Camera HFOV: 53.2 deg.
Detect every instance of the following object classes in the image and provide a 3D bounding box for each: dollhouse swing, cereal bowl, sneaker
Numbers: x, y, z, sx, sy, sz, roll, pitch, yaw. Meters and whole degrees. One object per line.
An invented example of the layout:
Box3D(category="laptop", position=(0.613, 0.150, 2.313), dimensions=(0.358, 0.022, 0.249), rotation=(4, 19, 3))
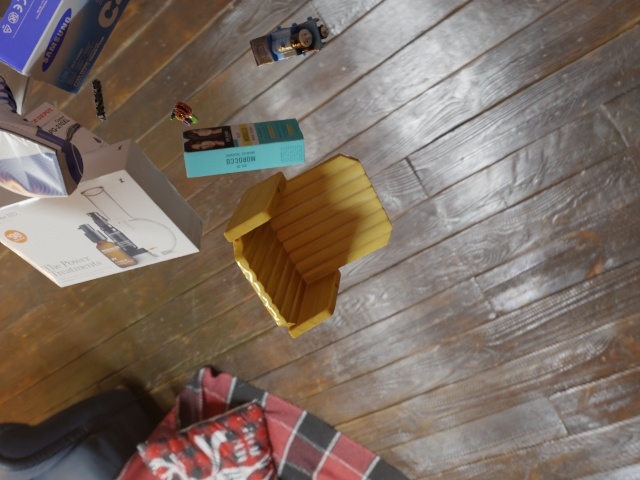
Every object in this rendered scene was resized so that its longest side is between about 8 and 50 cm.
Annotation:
Box3D(category="dollhouse swing", position=(0.000, 0.000, 1.630), dimensions=(0.305, 0.315, 0.347), rotation=(-20, 117, 19))
Box3D(category="cereal bowl", position=(-0.863, -0.429, 1.727), dimensions=(0.141, 0.339, 0.339), rotation=(14, 119, -19))
Box3D(category="sneaker", position=(-0.526, -0.193, 1.036), dimensions=(0.315, 0.182, 0.127), rotation=(14, 135, 2))

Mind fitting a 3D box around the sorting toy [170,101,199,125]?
Box3D(category="sorting toy", position=(-0.351, -0.315, 1.624), dimensions=(0.061, 0.102, 0.042), rotation=(27, 79, 10))

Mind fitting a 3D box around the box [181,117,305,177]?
Box3D(category="box", position=(-0.160, -0.194, 1.327), dimensions=(0.244, 0.100, 0.060), rotation=(-8, 128, -10))

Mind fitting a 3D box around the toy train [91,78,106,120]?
Box3D(category="toy train", position=(-0.621, -0.395, 1.797), dimensions=(0.027, 0.036, 0.158), rotation=(-16, 58, -5))

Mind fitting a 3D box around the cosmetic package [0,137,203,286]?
Box3D(category="cosmetic package", position=(-0.486, -0.044, 1.363), dimensions=(0.377, 0.097, 0.284), rotation=(-14, 139, 17))

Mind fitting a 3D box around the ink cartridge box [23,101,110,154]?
Box3D(category="ink cartridge box", position=(-0.631, -0.207, 1.568), dimensions=(0.237, 0.172, 0.100), rotation=(35, 124, -12))

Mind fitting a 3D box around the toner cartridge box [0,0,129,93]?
Box3D(category="toner cartridge box", position=(-0.369, -0.412, 1.010), dimensions=(0.075, 0.165, 0.348), rotation=(32, 96, 6))

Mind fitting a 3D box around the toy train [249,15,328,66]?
Box3D(category="toy train", position=(-0.069, -0.447, 1.445), dimensions=(0.184, 0.105, 0.080), rotation=(0, 117, 41))
